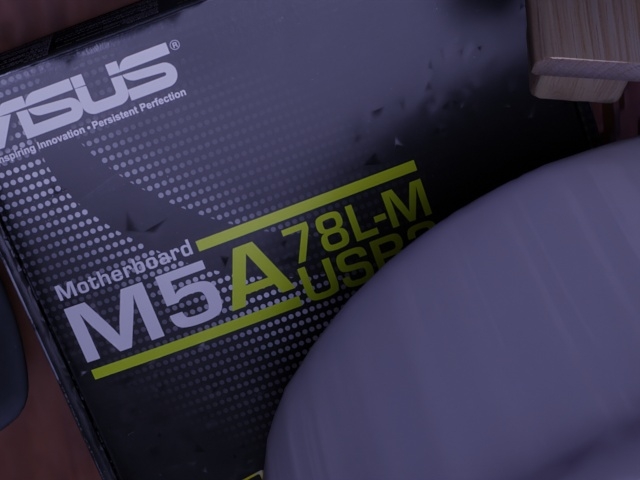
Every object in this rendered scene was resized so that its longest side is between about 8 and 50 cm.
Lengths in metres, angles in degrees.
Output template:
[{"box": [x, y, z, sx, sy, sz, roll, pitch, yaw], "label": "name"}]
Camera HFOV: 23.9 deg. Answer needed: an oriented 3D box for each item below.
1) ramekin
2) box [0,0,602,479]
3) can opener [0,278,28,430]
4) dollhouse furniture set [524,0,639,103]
[{"box": [0.112, 0.099, 0.445, 0.277, 0.135, 0.277, -8, 131, -9], "label": "ramekin"}, {"box": [0.000, 0.000, 0.490, 0.190, 0.045, 0.184, -19, 112, 1], "label": "box"}, {"box": [-0.192, -0.045, 0.454, 0.093, 0.074, 0.280, -39, 113, -28], "label": "can opener"}, {"box": [0.044, -0.117, 0.380, 0.181, 0.161, 0.101, 1, 152, -6], "label": "dollhouse furniture set"}]
